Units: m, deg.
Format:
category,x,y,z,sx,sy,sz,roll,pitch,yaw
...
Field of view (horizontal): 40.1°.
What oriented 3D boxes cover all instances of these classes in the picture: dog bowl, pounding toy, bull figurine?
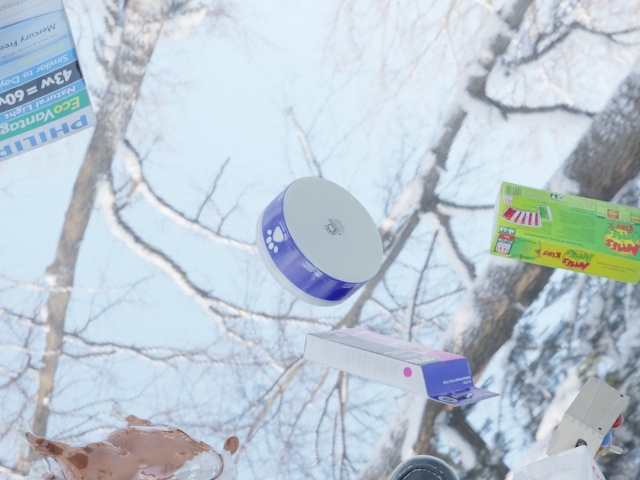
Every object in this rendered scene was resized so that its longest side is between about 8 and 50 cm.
category,x,y,z,sx,sy,sz,roll,pitch,yaw
dog bowl,0.000,0.000,1.842,0.264,0.104,0.265,24,-135,-26
pounding toy,0.457,0.321,1.465,0.100,0.141,0.130,30,-137,24
bull figurine,-0.241,0.281,1.123,0.188,0.101,0.310,14,179,26

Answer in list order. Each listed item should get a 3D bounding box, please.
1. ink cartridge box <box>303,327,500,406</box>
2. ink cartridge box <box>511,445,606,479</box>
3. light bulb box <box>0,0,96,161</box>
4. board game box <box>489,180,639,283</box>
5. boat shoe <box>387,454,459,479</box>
category,x,y,z,sx,sy,sz,roll,pitch,yaw
ink cartridge box,0.160,0.247,1.756,0.370,0.069,0.175,14,-172,39
ink cartridge box,0.245,0.321,0.834,0.159,0.092,0.218,60,-158,-4
light bulb box,-0.498,-0.245,1.053,0.357,0.361,0.225,-26,-109,-15
board game box,0.306,-0.011,1.087,0.181,0.043,0.092,12,-130,5
boat shoe,0.090,0.385,0.884,0.127,0.113,0.340,10,-109,14
